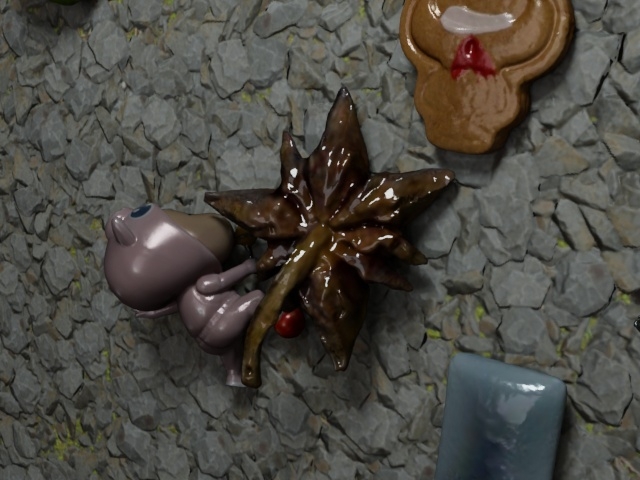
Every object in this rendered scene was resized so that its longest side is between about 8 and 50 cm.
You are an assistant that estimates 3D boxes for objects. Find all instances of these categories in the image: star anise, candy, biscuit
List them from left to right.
[{"bbox_3d":[0.000,-0.001,1.077,0.349,0.109,0.292,-34,66,15],"label":"star anise"},{"bbox_3d":[0.182,-0.261,0.992,0.202,0.047,0.334,17,104,31],"label":"biscuit"},{"bbox_3d":[0.199,0.222,1.010,0.138,0.071,0.174,12,100,33],"label":"candy"}]

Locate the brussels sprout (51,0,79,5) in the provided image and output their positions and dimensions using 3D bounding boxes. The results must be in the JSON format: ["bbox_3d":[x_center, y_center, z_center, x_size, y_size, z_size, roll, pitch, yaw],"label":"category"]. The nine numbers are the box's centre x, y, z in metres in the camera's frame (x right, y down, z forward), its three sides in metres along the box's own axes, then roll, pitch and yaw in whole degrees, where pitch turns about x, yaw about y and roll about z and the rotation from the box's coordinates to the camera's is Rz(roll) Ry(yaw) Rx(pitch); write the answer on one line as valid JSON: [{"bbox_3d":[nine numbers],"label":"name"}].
[{"bbox_3d":[-0.406,-0.431,1.316,0.183,0.145,0.131,34,85,21],"label":"brussels sprout"}]

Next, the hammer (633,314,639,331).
[{"bbox_3d":[0.341,0.053,0.855,0.078,0.021,0.201,28,153,31],"label":"hammer"}]

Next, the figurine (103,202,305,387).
[{"bbox_3d":[-0.158,0.055,1.207,0.287,0.186,0.176,42,160,3],"label":"figurine"}]
